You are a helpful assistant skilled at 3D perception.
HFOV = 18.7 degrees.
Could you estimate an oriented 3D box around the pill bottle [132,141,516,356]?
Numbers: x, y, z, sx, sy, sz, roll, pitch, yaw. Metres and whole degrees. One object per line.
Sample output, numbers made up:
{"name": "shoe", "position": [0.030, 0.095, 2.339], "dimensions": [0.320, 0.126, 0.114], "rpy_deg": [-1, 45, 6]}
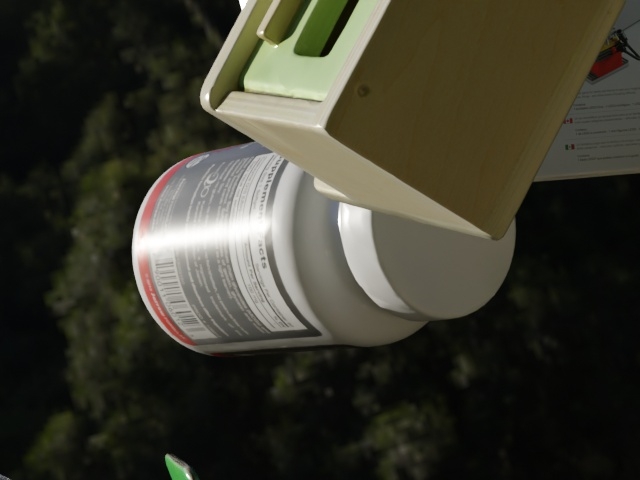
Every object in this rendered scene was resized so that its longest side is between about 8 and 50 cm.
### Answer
{"name": "pill bottle", "position": [0.000, 0.000, 1.839], "dimensions": [0.210, 0.210, 0.363], "rpy_deg": [1, -5, -38]}

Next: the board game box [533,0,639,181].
{"name": "board game box", "position": [0.203, -0.143, 1.389], "dimensions": [0.305, 0.193, 0.053], "rpy_deg": [-4, 5, 7]}

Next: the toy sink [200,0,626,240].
{"name": "toy sink", "position": [0.032, -0.107, 1.086], "dimensions": [0.131, 0.153, 0.234], "rpy_deg": [30, -5, -24]}

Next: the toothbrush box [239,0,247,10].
{"name": "toothbrush box", "position": [0.011, -0.331, 1.981], "dimensions": [0.126, 0.296, 0.216], "rpy_deg": [-29, -20, 38]}

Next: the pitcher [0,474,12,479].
{"name": "pitcher", "position": [-0.181, 0.258, 1.278], "dimensions": [0.177, 0.207, 0.125], "rpy_deg": [8, -20, 3]}

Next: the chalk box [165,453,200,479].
{"name": "chalk box", "position": [-0.014, 0.172, 0.618], "dimensions": [0.132, 0.213, 0.132], "rpy_deg": [-9, 0, -9]}
